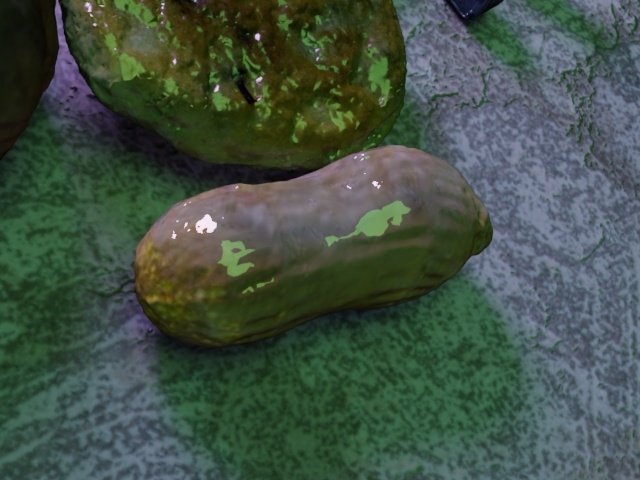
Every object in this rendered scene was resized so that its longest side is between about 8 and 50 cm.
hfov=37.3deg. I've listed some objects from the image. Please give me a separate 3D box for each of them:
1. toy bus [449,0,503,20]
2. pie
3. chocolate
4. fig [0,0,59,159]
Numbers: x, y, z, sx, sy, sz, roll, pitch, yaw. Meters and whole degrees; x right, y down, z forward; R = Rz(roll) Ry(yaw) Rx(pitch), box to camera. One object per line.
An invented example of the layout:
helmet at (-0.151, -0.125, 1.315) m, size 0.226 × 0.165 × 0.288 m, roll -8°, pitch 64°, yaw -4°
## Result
toy bus at (0.128, -0.303, 0.975) m, size 0.047 × 0.065 × 0.166 m, roll -31°, pitch 80°, yaw -29°
pie at (-0.068, -0.202, 0.808) m, size 0.323 × 0.070 × 0.323 m, roll 9°, pitch 67°, yaw -23°
chocolate at (0.000, 0.000, 0.758) m, size 0.309 × 0.134 × 0.134 m, roll -11°, pitch 72°, yaw -25°
fig at (-0.285, -0.202, 0.607) m, size 0.286 × 0.368 × 0.286 m, roll 15°, pitch 58°, yaw -25°
